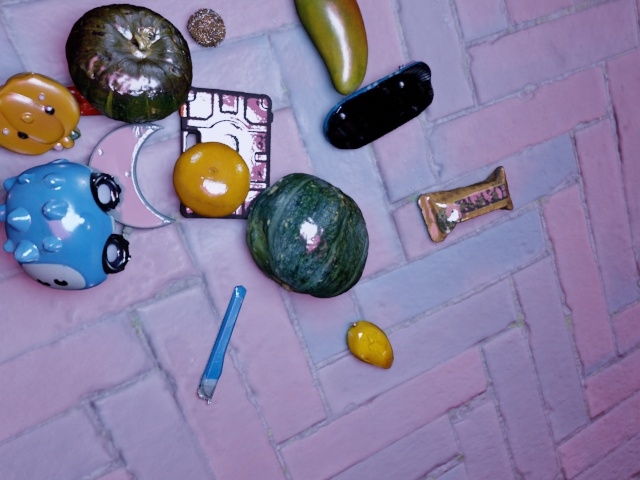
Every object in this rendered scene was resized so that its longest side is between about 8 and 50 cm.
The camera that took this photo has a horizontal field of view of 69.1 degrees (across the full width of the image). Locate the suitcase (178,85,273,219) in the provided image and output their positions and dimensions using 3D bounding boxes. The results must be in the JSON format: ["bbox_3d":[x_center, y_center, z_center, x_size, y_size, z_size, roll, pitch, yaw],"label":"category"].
[{"bbox_3d":[-0.212,-0.191,1.045,0.206,0.066,0.286,0,97,-20],"label":"suitcase"}]

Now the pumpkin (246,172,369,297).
[{"bbox_3d":[0.000,0.000,1.049,0.293,0.196,0.264,41,75,-38],"label":"pumpkin"}]

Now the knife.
[{"bbox_3d":[-0.236,0.250,1.120,0.044,0.026,0.297,20,87,-24],"label":"knife"}]

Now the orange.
[{"bbox_3d":[-0.221,-0.123,0.950,0.156,0.124,0.156,3,79,-18],"label":"orange"}]

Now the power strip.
[{"bbox_3d":[-0.403,-0.121,0.991,0.167,0.054,0.254,-5,99,-17],"label":"power strip"}]

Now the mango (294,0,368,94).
[{"bbox_3d":[0.033,-0.484,1.056,0.129,0.146,0.289,-16,109,27],"label":"mango"}]

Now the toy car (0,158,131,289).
[{"bbox_3d":[-0.494,-0.023,0.871,0.188,0.190,0.256,1,102,16],"label":"toy car"}]

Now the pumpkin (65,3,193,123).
[{"bbox_3d":[-0.362,-0.343,0.892,0.237,0.159,0.238,12,61,-22],"label":"pumpkin"}]

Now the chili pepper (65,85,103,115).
[{"bbox_3d":[-0.467,-0.283,0.946,0.190,0.050,0.059,-1,114,-13],"label":"chili pepper"}]

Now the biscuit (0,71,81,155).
[{"bbox_3d":[-0.539,-0.227,0.884,0.170,0.050,0.170,-20,138,-19],"label":"biscuit"}]

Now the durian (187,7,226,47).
[{"bbox_3d":[-0.241,-0.450,0.991,0.080,0.080,0.091,-18,83,-17],"label":"durian"}]

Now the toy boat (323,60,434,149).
[{"bbox_3d":[0.131,-0.336,1.145,0.298,0.092,0.134,-29,136,-8],"label":"toy boat"}]

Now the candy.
[{"bbox_3d":[0.398,-0.097,1.267,0.271,0.101,0.144,-20,98,-11],"label":"candy"}]

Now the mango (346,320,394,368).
[{"bbox_3d":[0.134,0.279,1.239,0.187,0.066,0.101,43,74,-25],"label":"mango"}]
